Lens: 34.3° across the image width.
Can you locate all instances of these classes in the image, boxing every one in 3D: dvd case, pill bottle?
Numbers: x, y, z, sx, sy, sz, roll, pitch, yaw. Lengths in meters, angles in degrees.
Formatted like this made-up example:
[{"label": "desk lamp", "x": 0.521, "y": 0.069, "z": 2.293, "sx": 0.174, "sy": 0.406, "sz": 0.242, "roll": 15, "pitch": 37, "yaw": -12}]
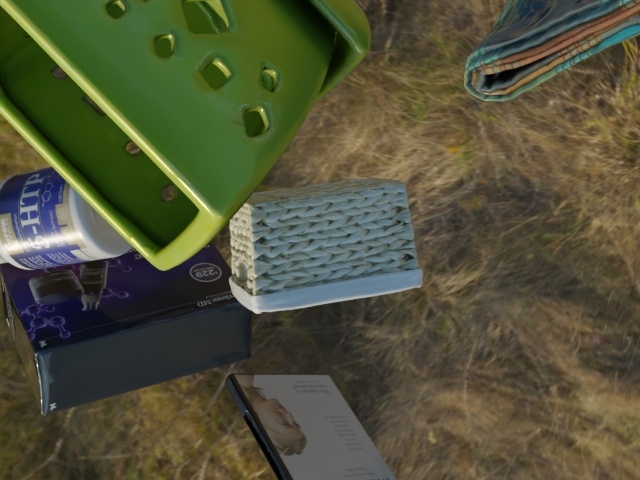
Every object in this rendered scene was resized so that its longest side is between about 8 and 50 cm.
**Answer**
[{"label": "dvd case", "x": -0.004, "y": 0.272, "z": 1.390, "sx": 0.253, "sy": 0.180, "sz": 0.022, "roll": 54, "pitch": 125, "yaw": 39}, {"label": "pill bottle", "x": -0.306, "y": -0.025, "z": 1.167, "sx": 0.186, "sy": 0.112, "sz": 0.112, "roll": -9, "pitch": 91, "yaw": 28}]

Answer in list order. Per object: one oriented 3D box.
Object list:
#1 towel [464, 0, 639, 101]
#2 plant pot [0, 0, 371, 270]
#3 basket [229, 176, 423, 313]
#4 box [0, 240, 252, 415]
[{"label": "towel", "x": 0.233, "y": -0.274, "z": 0.673, "sx": 0.040, "sy": 0.271, "sz": 0.370, "roll": 32, "pitch": 71, "yaw": -16}, {"label": "plant pot", "x": -0.109, "y": -0.138, "z": 0.782, "sx": 0.228, "sy": 0.227, "sz": 0.207, "roll": 45, "pitch": 70, "yaw": -6}, {"label": "basket", "x": 0.000, "y": 0.000, "z": 0.981, "sx": 0.167, "sy": 0.113, "sz": 0.103, "roll": -7, "pitch": 98, "yaw": -15}, {"label": "box", "x": -0.237, "y": 0.087, "z": 1.264, "sx": 0.184, "sy": 0.261, "sz": 0.103, "roll": 51, "pitch": 146, "yaw": 44}]
